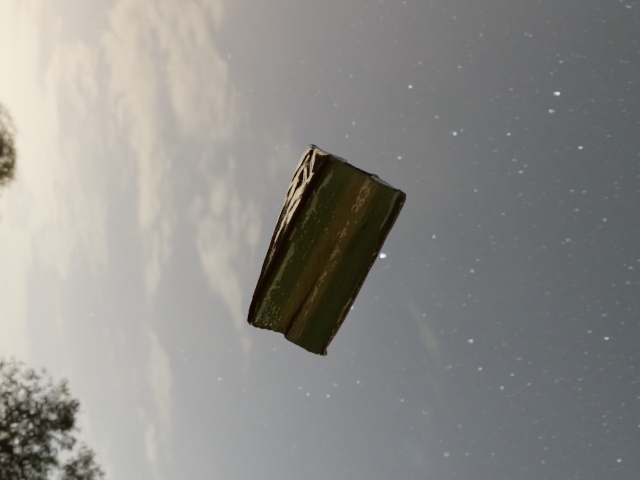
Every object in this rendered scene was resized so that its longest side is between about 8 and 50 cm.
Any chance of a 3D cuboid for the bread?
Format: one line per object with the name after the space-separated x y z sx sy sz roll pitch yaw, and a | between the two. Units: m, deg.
-0.002 0.005 0.529 0.139 0.074 0.084 -65 -166 8 | bread
